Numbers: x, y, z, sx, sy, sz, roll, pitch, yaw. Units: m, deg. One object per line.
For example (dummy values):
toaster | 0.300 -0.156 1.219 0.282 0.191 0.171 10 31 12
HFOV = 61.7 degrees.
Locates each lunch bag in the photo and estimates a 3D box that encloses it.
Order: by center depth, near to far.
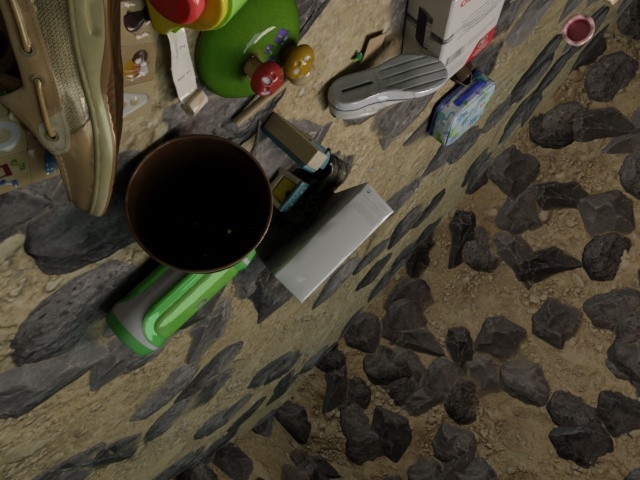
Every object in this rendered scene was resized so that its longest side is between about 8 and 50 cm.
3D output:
lunch bag | 0.441 -0.412 1.665 0.219 0.090 0.176 -42 163 -13

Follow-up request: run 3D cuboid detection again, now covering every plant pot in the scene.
plant pot | -0.191 -0.032 0.902 0.215 0.215 0.230 -42 175 -14

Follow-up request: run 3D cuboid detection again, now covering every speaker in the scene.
speaker | -0.271 0.085 1.059 0.296 0.131 0.131 -44 162 -9

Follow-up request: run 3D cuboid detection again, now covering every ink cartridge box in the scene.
ink cartridge box | 0.281 -0.480 1.111 0.197 0.114 0.273 -42 163 -12

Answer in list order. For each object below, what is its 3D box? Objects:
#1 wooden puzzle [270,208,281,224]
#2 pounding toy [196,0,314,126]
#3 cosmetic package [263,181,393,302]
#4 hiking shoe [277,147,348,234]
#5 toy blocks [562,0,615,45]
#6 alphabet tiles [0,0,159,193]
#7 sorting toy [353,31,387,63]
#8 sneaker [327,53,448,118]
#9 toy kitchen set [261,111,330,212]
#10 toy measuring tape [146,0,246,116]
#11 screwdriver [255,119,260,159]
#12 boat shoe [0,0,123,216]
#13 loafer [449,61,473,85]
wooden puzzle | -0.106 -0.060 1.313 0.049 0.006 0.083 -49 162 9
pounding toy | -0.071 -0.256 0.801 0.183 0.110 0.237 -45 162 -5
cosmetic package | 0.000 0.000 1.312 0.284 0.097 0.377 -43 -173 -5
hiking shoe | -0.038 -0.117 1.256 0.227 0.086 0.114 -53 149 1
toy blocks | 0.548 -0.621 1.130 0.309 0.288 0.260 -51 167 25
alphabet tiles | -0.325 -0.166 0.579 0.343 0.011 0.285 -31 156 -40
sorting toy | 0.097 -0.383 1.068 0.083 0.012 0.062 -37 165 -38
sneaker | 0.133 -0.317 1.110 0.258 0.094 0.091 -13 172 -9
toy kitchen set | -0.060 -0.131 1.077 0.166 0.122 0.207 -50 162 11
toy measuring tape | -0.134 -0.256 0.626 0.121 0.121 0.330 -39 159 -23
screwdriver | -0.127 -0.163 1.031 0.025 0.024 0.170 -10 144 -14
boat shoe | -0.266 -0.162 0.554 0.110 0.121 0.341 3 137 -17
loafer | 0.363 -0.462 1.397 0.080 0.078 0.220 -52 162 16
